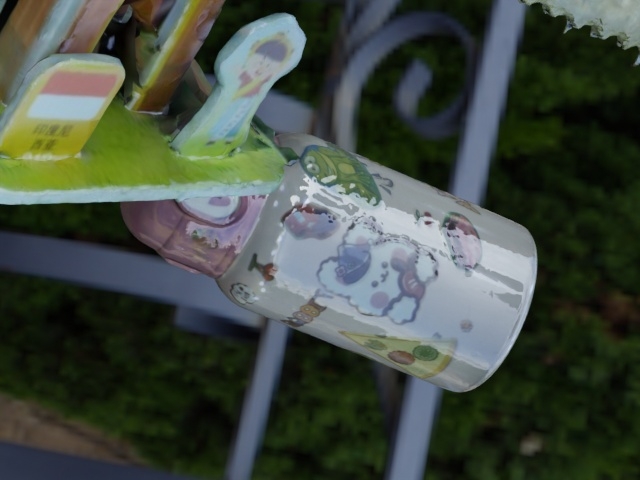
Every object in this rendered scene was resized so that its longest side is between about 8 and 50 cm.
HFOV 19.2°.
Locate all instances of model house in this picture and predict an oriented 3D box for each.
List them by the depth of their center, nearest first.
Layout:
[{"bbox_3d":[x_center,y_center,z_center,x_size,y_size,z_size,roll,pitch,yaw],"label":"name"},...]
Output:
[{"bbox_3d":[-0.136,-0.226,0.823,0.340,0.300,0.323,-3,134,-49],"label":"model house"}]

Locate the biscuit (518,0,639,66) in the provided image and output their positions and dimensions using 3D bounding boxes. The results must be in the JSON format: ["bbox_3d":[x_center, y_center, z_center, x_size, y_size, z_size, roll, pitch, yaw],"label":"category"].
[{"bbox_3d":[0.154,-0.144,0.810,0.203,0.016,0.144,20,108,-31],"label":"biscuit"}]

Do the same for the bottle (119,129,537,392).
[{"bbox_3d":[0.000,0.000,1.166,0.253,0.120,0.120,22,72,-16],"label":"bottle"}]
